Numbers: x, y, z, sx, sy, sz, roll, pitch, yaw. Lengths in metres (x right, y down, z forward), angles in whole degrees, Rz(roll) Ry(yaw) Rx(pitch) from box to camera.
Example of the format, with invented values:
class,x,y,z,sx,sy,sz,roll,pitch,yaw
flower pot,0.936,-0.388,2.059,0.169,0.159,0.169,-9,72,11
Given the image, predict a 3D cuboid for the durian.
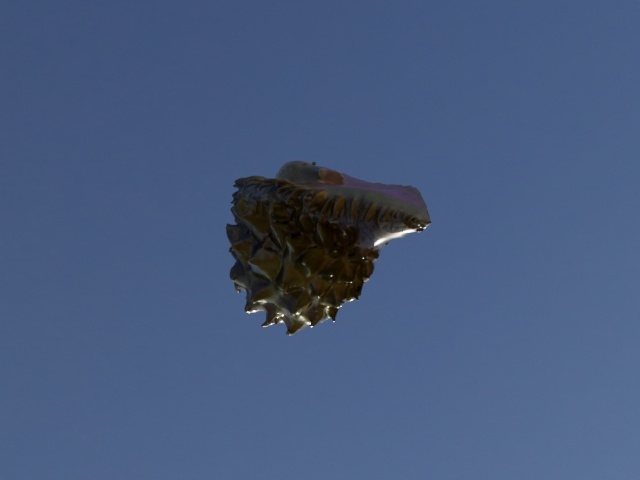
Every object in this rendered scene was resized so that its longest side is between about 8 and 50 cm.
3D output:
class,x,y,z,sx,sy,sz,roll,pitch,yaw
durian,-0.007,-0.010,1.279,0.078,0.224,0.140,25,-112,-30
